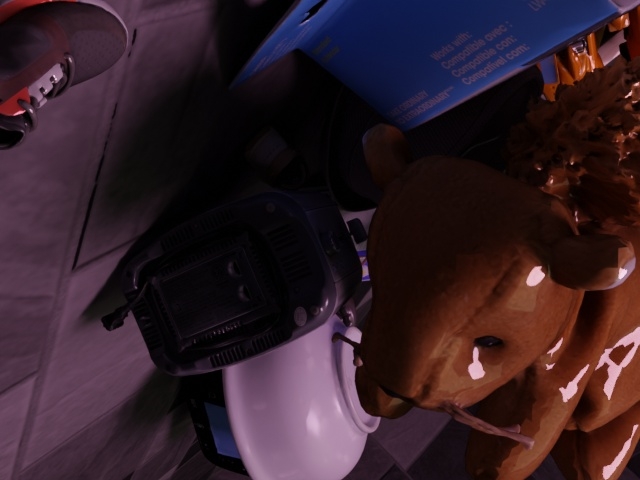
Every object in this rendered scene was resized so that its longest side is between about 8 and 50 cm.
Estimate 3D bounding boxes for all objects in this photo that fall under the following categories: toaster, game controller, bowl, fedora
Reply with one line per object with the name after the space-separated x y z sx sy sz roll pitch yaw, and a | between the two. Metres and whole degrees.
-0.068 0.037 0.682 0.227 0.129 0.146 -25 178 22 | toaster
-0.123 0.299 1.189 0.319 0.166 0.067 89 9 -49 | game controller
-0.003 0.198 1.017 0.134 0.298 0.298 -16 176 19 | bowl
0.128 -0.121 0.752 0.275 0.124 0.243 -51 150 6 | fedora

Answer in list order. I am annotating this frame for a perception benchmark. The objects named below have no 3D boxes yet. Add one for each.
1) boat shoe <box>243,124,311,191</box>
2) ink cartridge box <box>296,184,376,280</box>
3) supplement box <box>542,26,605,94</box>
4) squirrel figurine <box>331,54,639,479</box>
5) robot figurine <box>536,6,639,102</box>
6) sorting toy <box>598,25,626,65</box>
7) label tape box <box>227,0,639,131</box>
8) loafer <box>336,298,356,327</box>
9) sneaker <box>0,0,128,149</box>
-0.034 -0.067 0.713 0.050 0.045 0.135 -47 167 4 | boat shoe
0.000 0.000 0.945 0.208 0.045 0.206 -8 153 -17 | ink cartridge box
0.291 -0.282 0.864 0.078 0.080 0.233 -41 151 -33 | supplement box
0.171 -0.005 0.602 0.397 0.281 0.370 -54 149 0 | squirrel figurine
0.302 -0.238 0.776 0.211 0.085 0.291 -18 134 14 | robot figurine
0.397 -0.317 1.054 0.257 0.089 0.255 -39 -176 19 | sorting toy
0.132 -0.173 0.514 0.347 0.115 0.249 -34 -174 -21 | label tape box
-0.053 0.198 1.268 0.366 0.134 0.130 -46 -174 27 | loafer
-0.142 -0.065 0.335 0.158 0.065 0.061 -33 162 -44 | sneaker
